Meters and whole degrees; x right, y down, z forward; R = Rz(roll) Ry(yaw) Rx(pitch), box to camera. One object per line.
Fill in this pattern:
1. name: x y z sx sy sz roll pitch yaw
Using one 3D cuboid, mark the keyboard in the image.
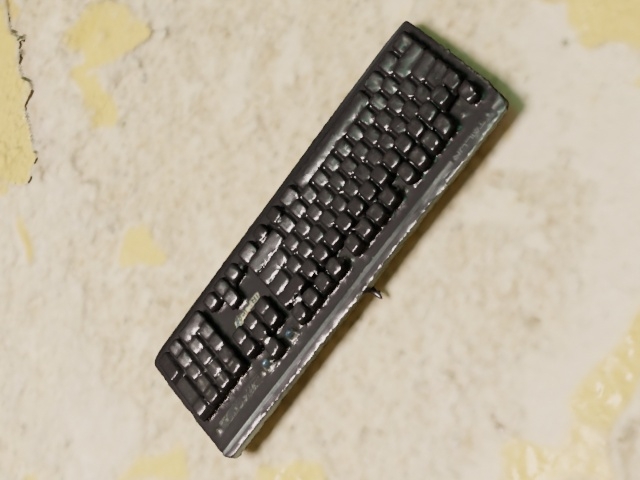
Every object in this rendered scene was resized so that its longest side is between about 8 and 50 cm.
1. keyboard: 0.000 0.000 0.688 0.230 0.025 0.094 -53 52 10
